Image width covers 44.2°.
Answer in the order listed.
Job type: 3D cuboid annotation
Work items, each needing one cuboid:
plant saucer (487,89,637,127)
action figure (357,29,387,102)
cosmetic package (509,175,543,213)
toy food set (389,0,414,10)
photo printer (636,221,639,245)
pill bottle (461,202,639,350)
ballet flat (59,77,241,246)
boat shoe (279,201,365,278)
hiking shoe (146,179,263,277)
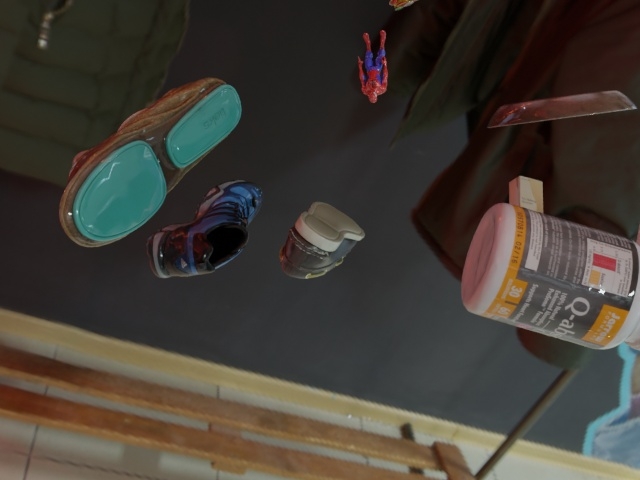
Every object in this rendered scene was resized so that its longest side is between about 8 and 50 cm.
[{"bbox_3d":[0.515,-0.285,1.699,0.310,0.050,0.310,-7,8,1],"label":"plant saucer"},{"bbox_3d":[0.070,-0.228,1.041,0.038,0.030,0.115,-4,61,11],"label":"action figure"},{"bbox_3d":[0.423,-0.069,1.620,0.060,0.041,0.115,11,69,-19],"label":"cosmetic package"},{"bbox_3d":[0.194,-0.544,1.767,0.082,0.083,0.020,-15,84,-76],"label":"toy food set"},{"bbox_3d":[0.738,-0.025,1.494,0.256,0.307,0.107,14,15,39],"label":"photo printer"},{"bbox_3d":[0.350,0.058,1.091,0.278,0.162,0.162,16,31,-2],"label":"pill bottle"},{"bbox_3d":[-0.236,-0.109,1.006,0.124,0.116,0.342,7,42,30],"label":"ballet flat"},{"bbox_3d":[0.000,0.000,1.044,0.081,0.069,0.228,35,13,9],"label":"boat shoe"},{"bbox_3d":[-0.170,-0.015,1.407,0.132,0.113,0.304,7,32,27],"label":"hiking shoe"}]
